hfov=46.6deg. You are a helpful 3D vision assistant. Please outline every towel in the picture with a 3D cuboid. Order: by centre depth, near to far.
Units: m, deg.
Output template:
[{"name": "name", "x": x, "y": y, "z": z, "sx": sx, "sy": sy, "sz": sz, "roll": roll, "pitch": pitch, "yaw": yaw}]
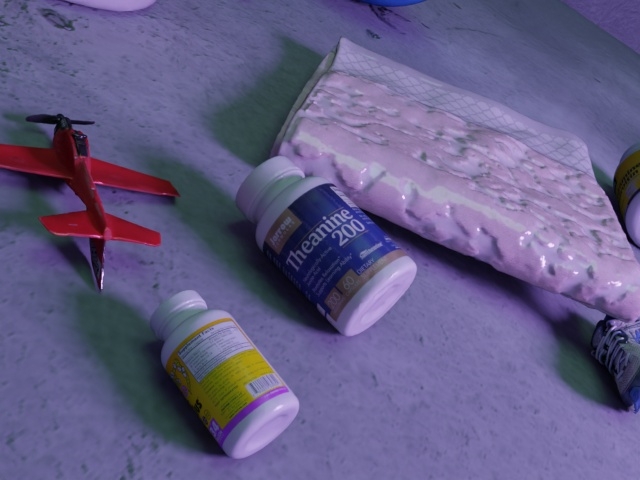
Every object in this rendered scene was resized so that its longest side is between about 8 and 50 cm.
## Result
[{"name": "towel", "x": 0.136, "y": -0.081, "z": 0.719, "sx": 0.332, "sy": 0.053, "sz": 0.317, "roll": 23, "pitch": 31, "yaw": -4}]

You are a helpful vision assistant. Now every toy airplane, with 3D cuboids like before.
[{"name": "toy airplane", "x": -0.144, "y": -0.033, "z": 0.442, "sx": 0.151, "sy": 0.028, "sz": 0.151, "roll": 25, "pitch": 30, "yaw": -16}]

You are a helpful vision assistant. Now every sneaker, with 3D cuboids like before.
[{"name": "sneaker", "x": 0.252, "y": 0.097, "z": 0.620, "sx": 0.058, "sy": 0.052, "sz": 0.135, "roll": 29, "pitch": 22, "yaw": 13}]

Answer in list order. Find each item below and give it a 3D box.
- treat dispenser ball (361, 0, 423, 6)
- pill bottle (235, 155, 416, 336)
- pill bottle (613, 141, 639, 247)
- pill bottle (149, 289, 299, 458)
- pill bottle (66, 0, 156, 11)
[{"name": "treat dispenser ball", "x": 0.109, "y": -0.490, "z": 1.081, "sx": 0.288, "sy": 0.288, "sz": 0.288, "roll": 24, "pitch": 31, "yaw": -16}, {"name": "pill bottle", "x": 0.000, "y": 0.000, "z": 0.491, "sx": 0.120, "sy": 0.067, "sz": 0.067, "roll": 45, "pitch": 32, "yaw": 19}, {"name": "pill bottle", "x": 0.439, "y": -0.064, "z": 0.963, "sx": 0.103, "sy": 0.103, "sz": 0.184, "roll": 31, "pitch": 30, "yaw": -4}, {"name": "pill bottle", "x": -0.051, "y": 0.065, "z": 0.374, "sx": 0.043, "sy": 0.043, "sz": 0.083, "roll": -11, "pitch": 51, "yaw": -50}, {"name": "pill bottle", "x": -0.166, "y": -0.415, "z": 0.607, "sx": 0.224, "sy": 0.392, "sz": 0.224, "roll": 24, "pitch": 31, "yaw": -16}]
